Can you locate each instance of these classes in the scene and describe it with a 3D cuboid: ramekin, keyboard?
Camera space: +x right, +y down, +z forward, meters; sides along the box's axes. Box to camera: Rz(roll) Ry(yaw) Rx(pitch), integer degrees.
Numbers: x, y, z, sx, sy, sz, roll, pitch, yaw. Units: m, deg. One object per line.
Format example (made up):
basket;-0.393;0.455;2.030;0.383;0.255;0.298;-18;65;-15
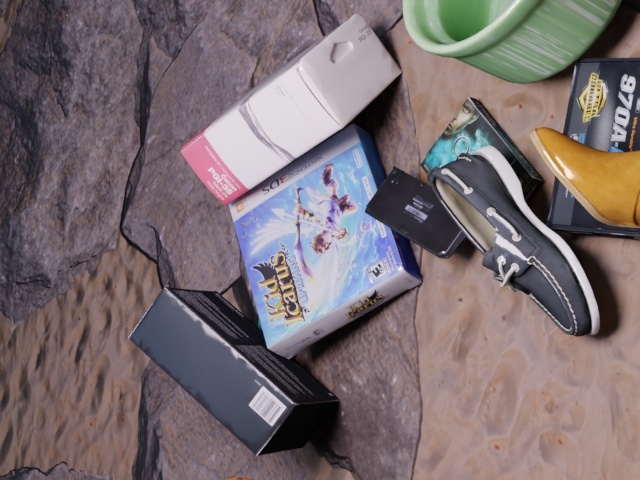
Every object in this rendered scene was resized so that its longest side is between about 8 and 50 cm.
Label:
ramekin;0.259;-0.350;1.853;0.303;0.148;0.303;-36;42;40
keyboard;0.146;-0.048;1.983;0.180;0.023;0.108;33;87;45

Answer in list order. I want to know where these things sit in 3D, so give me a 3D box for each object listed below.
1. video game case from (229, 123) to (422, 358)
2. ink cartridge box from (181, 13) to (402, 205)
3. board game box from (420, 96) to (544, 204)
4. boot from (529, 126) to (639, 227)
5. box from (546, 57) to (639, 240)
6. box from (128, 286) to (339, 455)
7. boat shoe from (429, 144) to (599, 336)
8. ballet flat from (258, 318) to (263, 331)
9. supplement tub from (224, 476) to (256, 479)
video game case;0.000;0.000;2.120;0.244;0.061;0.270;-32;55;22
ink cartridge box;-0.044;-0.195;2.152;0.283;0.207;0.117;-30;101;42
board game box;0.217;-0.093;1.962;0.126;0.026;0.186;-56;44;24
boot;0.403;-0.089;1.614;0.295;0.104;0.211;44;108;10
box;0.374;-0.111;1.759;0.175;0.051;0.220;8;86;50
box;-0.123;0.186;2.081;0.261;0.184;0.103;40;102;19
boat shoe;0.241;0.011;1.809;0.302;0.091;0.114;57;161;36
ballet flat;-0.068;0.153;2.206;0.072;0.068;0.213;26;94;58
supplement tub;-0.068;0.486;2.009;0.316;0.193;0.194;45;114;45
